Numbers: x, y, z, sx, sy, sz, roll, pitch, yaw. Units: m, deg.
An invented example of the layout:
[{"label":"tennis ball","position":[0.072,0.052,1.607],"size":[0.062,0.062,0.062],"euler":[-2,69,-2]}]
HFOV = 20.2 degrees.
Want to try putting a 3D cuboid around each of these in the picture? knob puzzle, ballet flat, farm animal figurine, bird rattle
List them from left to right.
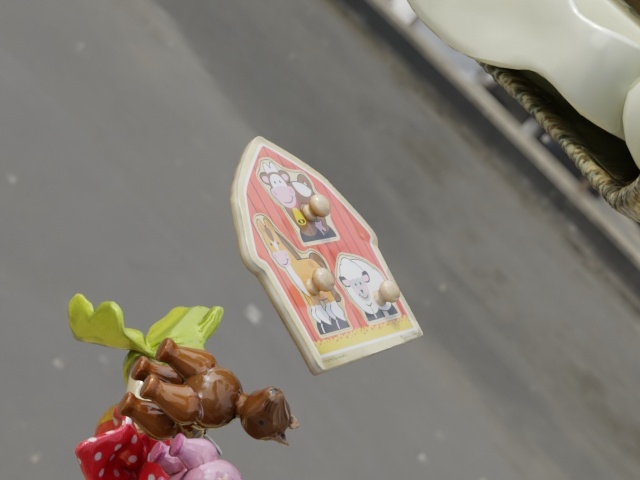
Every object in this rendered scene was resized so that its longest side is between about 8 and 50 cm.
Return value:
[{"label":"bird rattle","position":[-0.158,0.176,1.643],"size":[0.143,0.207,0.253],"euler":[0,54,-9]},{"label":"farm animal figurine","position":[-0.102,0.253,1.274],"size":[0.172,0.327,0.330],"euler":[30,30,-16]},{"label":"knob puzzle","position":[0.000,0.000,1.393],"size":[0.213,0.030,0.213],"euler":[37,34,-30]},{"label":"ballet flat","position":[0.097,-0.144,0.839],"size":[0.182,0.164,0.483],"euler":[10,26,-26]}]
